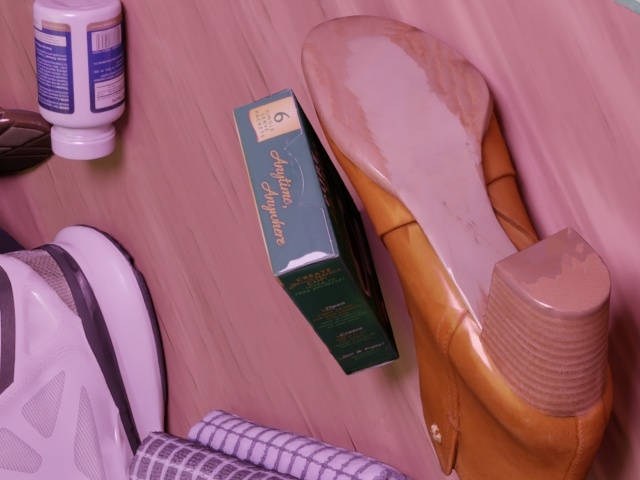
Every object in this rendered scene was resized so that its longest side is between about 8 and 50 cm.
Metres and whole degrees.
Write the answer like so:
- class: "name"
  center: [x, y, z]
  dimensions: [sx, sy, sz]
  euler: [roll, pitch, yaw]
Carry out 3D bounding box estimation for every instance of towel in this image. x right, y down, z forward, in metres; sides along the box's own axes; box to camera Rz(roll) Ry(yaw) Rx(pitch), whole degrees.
- class: "towel"
  center: [-0.025, 0.283, 1.102]
  dimensions: [0.235, 0.121, 0.283]
  euler: [6, 110, 50]

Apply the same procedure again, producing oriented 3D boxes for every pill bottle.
- class: "pill bottle"
  center: [-0.183, -0.126, 1.157]
  dimensions: [0.067, 0.067, 0.120]
  euler: [26, 124, 42]

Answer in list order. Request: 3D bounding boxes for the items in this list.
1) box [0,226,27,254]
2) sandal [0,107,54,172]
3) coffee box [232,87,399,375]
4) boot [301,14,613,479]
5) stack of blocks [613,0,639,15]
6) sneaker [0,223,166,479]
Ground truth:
- class: "box"
  center: [-0.362, 0.007, 1.357]
  dimensions: [0.147, 0.077, 0.180]
  euler: [43, 153, -15]
- class: "sandal"
  center: [-0.301, -0.089, 1.322]
  dimensions: [0.219, 0.090, 0.060]
  euler: [-18, 70, 59]
- class: "coffee box"
  center: [0.000, 0.000, 0.905]
  dimensions: [0.184, 0.040, 0.113]
  euler: [58, -164, -65]
- class: "boot"
  center: [0.069, 0.022, 0.898]
  dimensions: [0.295, 0.104, 0.211]
  euler: [55, 156, 38]
- class: "stack of blocks"
  center: [0.205, -0.229, 0.626]
  dimensions: [0.171, 0.087, 0.297]
  euler: [37, 132, 35]
- class: "sneaker"
  center: [-0.230, 0.232, 1.215]
  dimensions: [0.169, 0.257, 0.447]
  euler: [-12, 97, 52]
